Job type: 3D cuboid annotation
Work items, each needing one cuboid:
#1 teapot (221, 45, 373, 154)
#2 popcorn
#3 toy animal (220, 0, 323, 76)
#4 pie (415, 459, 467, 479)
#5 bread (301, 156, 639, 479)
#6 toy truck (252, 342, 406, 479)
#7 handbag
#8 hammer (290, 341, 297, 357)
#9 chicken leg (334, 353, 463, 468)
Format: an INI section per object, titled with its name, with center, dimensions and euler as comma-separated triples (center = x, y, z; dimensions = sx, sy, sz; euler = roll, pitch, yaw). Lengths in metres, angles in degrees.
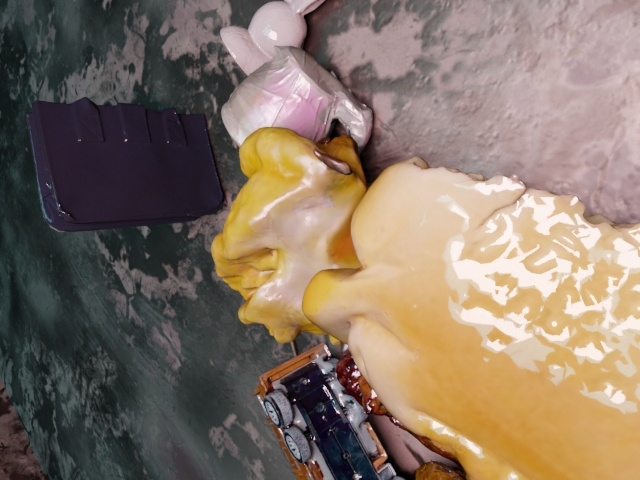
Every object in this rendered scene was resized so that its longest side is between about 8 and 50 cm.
[teapot]
center = -0.035, -0.193, 0.738
dimensions = 0.178, 0.163, 0.221
euler = -43, 71, 29
[popcorn]
center = 0.000, 0.000, 0.685
dimensions = 0.298, 0.281, 0.315
euler = 15, 98, -8
[toy animal]
center = -0.048, -0.367, 0.783
dimensions = 0.221, 0.131, 0.103
euler = -35, 38, 10
[pie]
center = 0.229, 0.387, 0.594
dimensions = 0.273, 0.069, 0.273
euler = 36, 158, 17
[bread]
center = 0.190, 0.102, 0.414
dimensions = 0.424, 0.329, 0.245
euler = 38, 78, 20
[toy truck]
center = 0.011, 0.338, 0.739
dimensions = 0.305, 0.136, 0.162
euler = 59, 149, 14
[handbag]
center = -0.374, -0.160, 0.910
dimensions = 0.119, 0.326, 0.268
euler = -17, 83, 45
[hammer]
center = -0.049, 0.221, 0.899
dimensions = 0.036, 0.019, 0.110
euler = -14, 93, 39
[chicken leg]
center = 0.202, 0.267, 0.631
dimensions = 0.407, 0.158, 0.095
euler = 32, 81, 6
